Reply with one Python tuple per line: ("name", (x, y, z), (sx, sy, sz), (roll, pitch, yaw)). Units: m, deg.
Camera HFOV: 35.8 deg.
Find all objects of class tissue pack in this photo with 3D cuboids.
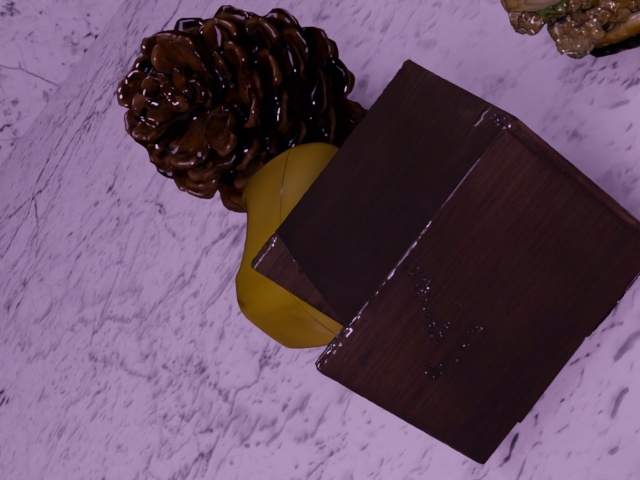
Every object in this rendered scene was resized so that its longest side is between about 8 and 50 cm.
("tissue pack", (0.000, 0.000, 0.903), (0.127, 0.123, 0.178), (-25, 46, 30))

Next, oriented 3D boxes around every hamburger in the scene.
("hamburger", (0.204, -0.218, 0.767), (0.159, 0.131, 0.184), (-23, 49, 54))

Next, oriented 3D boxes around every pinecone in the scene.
("pinecone", (-0.083, -0.139, 1.031), (0.224, 0.273, 0.224), (-6, 80, 36))

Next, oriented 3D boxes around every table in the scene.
("table", (0.091, 0.015, 0.693), (0.193, 0.172, 0.169), (-53, 28, 6))
